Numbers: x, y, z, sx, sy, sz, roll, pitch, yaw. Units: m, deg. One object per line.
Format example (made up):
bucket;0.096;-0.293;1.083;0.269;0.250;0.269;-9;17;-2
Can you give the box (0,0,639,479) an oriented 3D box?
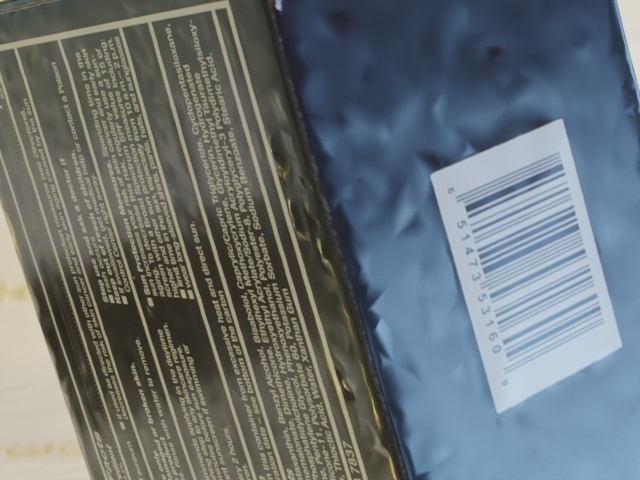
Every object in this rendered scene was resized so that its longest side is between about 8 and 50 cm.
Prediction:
box;0.000;0.000;0.827;0.182;0.296;0.294;-23;-166;-32
